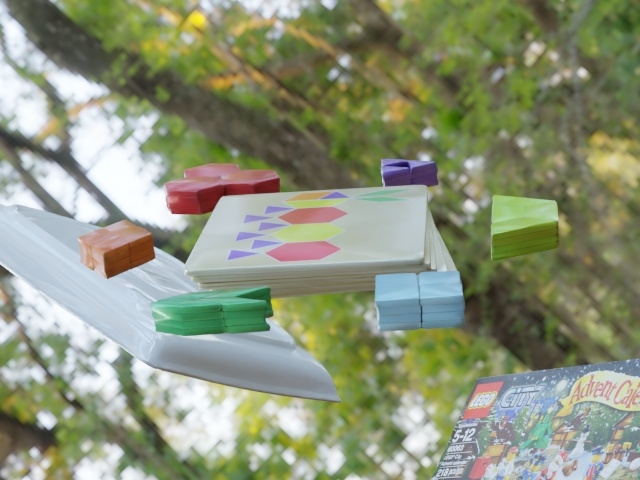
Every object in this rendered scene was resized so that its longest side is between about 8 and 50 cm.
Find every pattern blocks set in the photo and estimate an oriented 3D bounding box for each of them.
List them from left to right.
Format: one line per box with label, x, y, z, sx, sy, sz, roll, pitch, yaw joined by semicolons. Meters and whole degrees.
pattern blocks set;0.000;0.000;1.015;0.325;0.285;0.026;-52;-41;-70

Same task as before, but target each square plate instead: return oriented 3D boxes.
square plate;-0.179;0.056;1.762;0.347;0.344;0.049;18;-80;-57

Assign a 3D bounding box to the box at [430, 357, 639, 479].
box;0.156;0.158;1.097;0.233;0.044;0.159;-15;43;56
